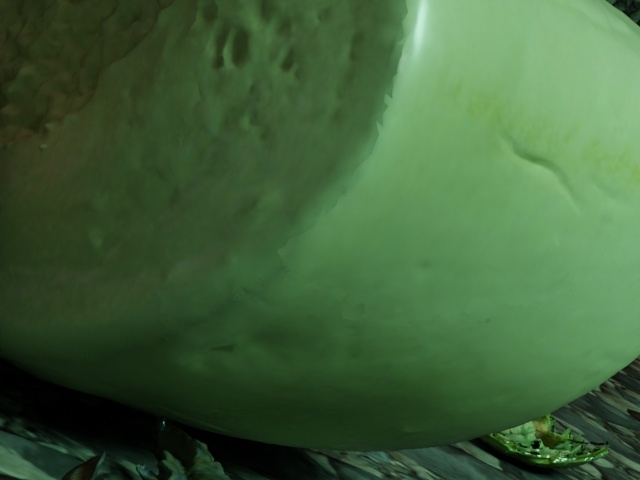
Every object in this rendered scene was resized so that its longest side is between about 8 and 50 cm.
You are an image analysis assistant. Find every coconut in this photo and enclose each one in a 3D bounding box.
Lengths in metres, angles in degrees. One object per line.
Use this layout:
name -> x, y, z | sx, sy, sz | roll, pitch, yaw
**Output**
coconut -> 0.169, 0.155, 1.497 | 0.158, 0.055, 0.133 | 31, 7, 7

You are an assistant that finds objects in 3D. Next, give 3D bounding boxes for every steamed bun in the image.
steamed bun -> -0.022, -0.022, 1.031 | 0.456, 0.289, 0.371 | -5, -24, 44

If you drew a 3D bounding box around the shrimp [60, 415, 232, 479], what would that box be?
shrimp -> -0.082, 0.133, 0.832 | 0.126, 0.047, 0.223 | 15, 12, -15
